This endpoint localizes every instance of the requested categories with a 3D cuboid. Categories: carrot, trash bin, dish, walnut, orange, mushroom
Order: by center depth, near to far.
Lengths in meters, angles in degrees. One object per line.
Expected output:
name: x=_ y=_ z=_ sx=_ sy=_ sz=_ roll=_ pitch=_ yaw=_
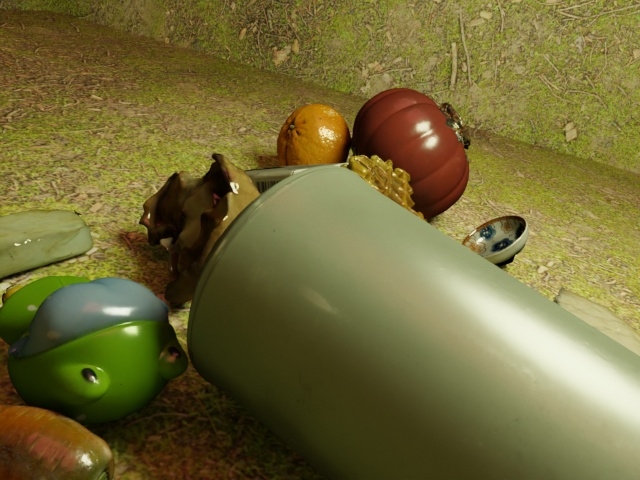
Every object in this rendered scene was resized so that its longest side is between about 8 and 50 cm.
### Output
carrot: x=-0.272 y=0.176 z=0.462 sx=0.193 sy=0.087 sz=0.087 roll=17 pitch=25 yaw=4
trash bin: x=0.073 y=0.116 z=0.547 sx=0.432 sy=0.281 sz=0.280 roll=33 pitch=31 yaw=30
mushroom: x=-0.447 y=0.015 z=0.716 sx=0.099 sy=0.081 sz=0.312 roll=30 pitch=28 yaw=20
walnut: x=-0.157 y=-0.023 z=0.820 sx=0.141 sy=0.204 sz=0.238 roll=23 pitch=21 yaw=-39
dish: x=0.367 y=0.020 z=1.127 sx=0.141 sy=0.078 sz=0.141 roll=-30 pitch=19 yaw=11
orange: x=-0.019 y=-0.226 z=1.302 sx=0.161 sy=0.194 sz=0.193 roll=16 pitch=20 yaw=-34

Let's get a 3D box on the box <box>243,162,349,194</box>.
box: x=-0.082 y=-0.104 z=1.056 sx=0.259 sy=0.071 sz=0.168 roll=5 pitch=14 yaw=42

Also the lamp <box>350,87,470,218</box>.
lamp: x=0.199 y=-0.192 z=1.240 sx=0.256 sy=0.303 sz=0.303 roll=-33 pitch=32 yaw=3

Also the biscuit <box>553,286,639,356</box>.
biscuit: x=0.466 y=0.153 z=0.939 sx=0.188 sy=0.040 sz=0.265 roll=10 pitch=25 yaw=-12

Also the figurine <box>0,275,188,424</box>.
figurine: x=-0.252 y=0.099 z=0.586 sx=0.263 sy=0.143 sz=0.162 roll=14 pitch=10 yaw=44

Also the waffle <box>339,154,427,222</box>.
waffle: x=0.144 y=-0.028 z=0.974 sx=0.259 sy=0.069 sz=0.293 roll=-1 pitch=52 yaw=-55
